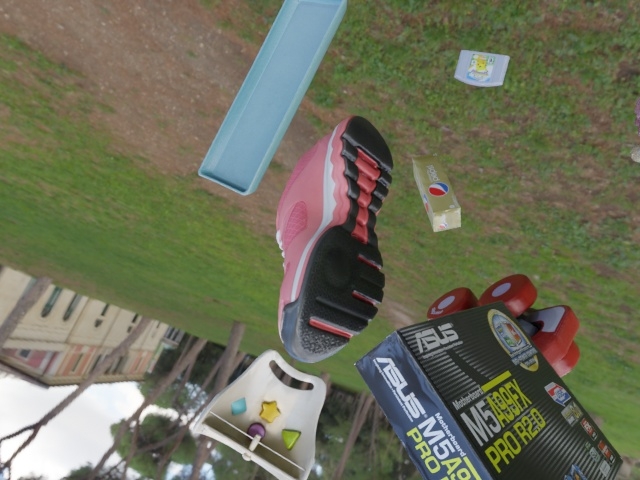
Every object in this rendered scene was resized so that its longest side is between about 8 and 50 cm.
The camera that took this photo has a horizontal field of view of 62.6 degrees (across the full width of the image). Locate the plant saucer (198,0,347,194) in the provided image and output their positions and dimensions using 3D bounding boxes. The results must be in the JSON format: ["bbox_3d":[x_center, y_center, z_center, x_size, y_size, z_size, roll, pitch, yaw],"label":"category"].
[{"bbox_3d":[-0.040,-0.132,0.462,0.067,0.192,0.018,25,177,35],"label":"plant saucer"}]

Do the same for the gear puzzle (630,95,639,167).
[{"bbox_3d":[0.413,-0.201,0.517,0.044,0.175,0.339,15,148,2],"label":"gear puzzle"}]

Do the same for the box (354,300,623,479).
[{"bbox_3d":[0.180,0.174,0.520,0.270,0.060,0.216,1,-129,-52],"label":"box"}]

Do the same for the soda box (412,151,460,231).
[{"bbox_3d":[0.246,-0.107,1.125,0.058,0.181,0.061,-13,138,4],"label":"soda box"}]

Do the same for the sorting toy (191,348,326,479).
[{"bbox_3d":[-0.035,0.122,0.377,0.083,0.075,0.045,33,165,-1],"label":"sorting toy"}]

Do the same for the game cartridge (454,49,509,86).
[{"bbox_3d":[0.277,-0.295,0.907,0.083,0.056,0.017,15,-175,20],"label":"game cartridge"}]

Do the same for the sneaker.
[{"bbox_3d":[0.001,0.000,0.641,0.136,0.313,0.116,-16,140,44],"label":"sneaker"}]

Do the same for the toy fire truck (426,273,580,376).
[{"bbox_3d":[0.278,0.207,0.904,0.169,0.254,0.302,53,144,-8],"label":"toy fire truck"}]
